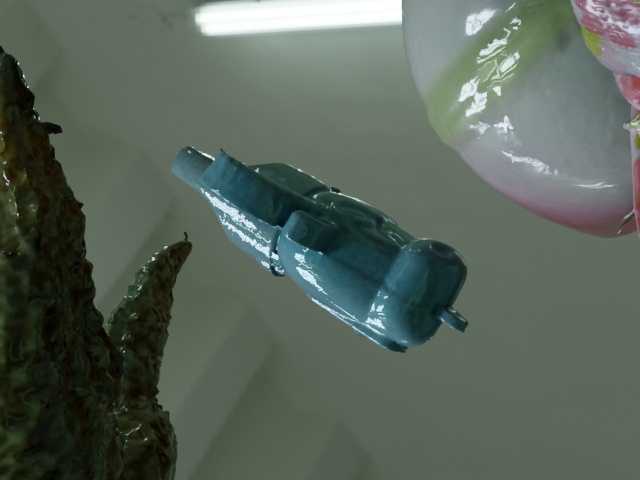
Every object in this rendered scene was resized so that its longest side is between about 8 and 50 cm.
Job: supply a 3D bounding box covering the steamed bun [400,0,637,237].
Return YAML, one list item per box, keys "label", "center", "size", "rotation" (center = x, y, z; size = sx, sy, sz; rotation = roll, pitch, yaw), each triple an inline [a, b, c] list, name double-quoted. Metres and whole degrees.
- label: "steamed bun"
  center: [0.205, -0.128, 1.135]
  size: [0.309, 0.309, 0.309]
  rotation: [-4, -84, -47]

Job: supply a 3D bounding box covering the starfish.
- label: "starfish"
  center: [-0.099, 0.134, 0.582]
  size: [0.358, 0.078, 0.347]
  rotation: [66, -142, -55]

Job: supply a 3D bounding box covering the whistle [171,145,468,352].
- label: "whistle"
  center: [0.000, 0.000, 1.225]
  size: [0.093, 0.274, 0.186]
  rotation: [-62, -25, 6]

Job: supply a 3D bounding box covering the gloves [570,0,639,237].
- label: "gloves"
  center: [0.206, -0.060, 0.720]
  size: [0.241, 0.145, 0.126]
  rotation: [43, -140, -42]
